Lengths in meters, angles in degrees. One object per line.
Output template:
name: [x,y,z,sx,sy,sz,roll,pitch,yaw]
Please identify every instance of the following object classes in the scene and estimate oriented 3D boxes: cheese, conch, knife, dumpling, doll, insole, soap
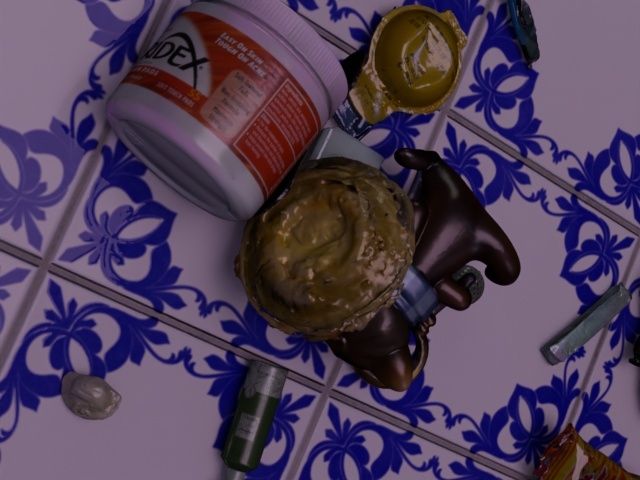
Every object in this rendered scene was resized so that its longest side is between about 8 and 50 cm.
cheese: [0.126,-0.265,1.799,0.270,0.069,0.177,-41,111,-17]
conch: [0.245,0.077,1.903,0.085,0.056,0.076,-6,110,-28]
knife: [0.315,-0.422,1.896,0.044,0.026,0.297,-40,120,-25]
dumpling: [-0.325,0.219,1.600,0.076,0.052,0.057,33,67,-29]
doll: [0.130,0.053,1.752,0.340,0.209,0.318,-48,114,-14]
insole: [-0.017,-0.162,1.668,0.009,0.119,0.348,44,52,-22]
soap: [0.003,-0.067,1.750,0.119,0.066,0.198,31,79,-29]

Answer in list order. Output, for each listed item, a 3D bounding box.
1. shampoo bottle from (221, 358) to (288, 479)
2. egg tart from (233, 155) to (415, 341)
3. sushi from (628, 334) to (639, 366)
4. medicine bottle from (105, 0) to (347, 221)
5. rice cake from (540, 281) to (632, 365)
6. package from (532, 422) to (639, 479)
shampoo bottle: [-0.109,0.284,1.722,0.065,0.065,0.205,20,84,-28]
egg tart: [0.000,0.000,1.601,0.279,0.278,0.095,-61,150,-11]
sushi: [0.701,0.198,2.079,0.234,0.207,0.349,-6,100,-35]
medicine bottle: [-0.129,-0.187,1.562,0.252,0.252,0.241,45,73,-24]
rice cake: [0.480,0.150,2.047,0.211,0.034,0.043,-36,101,-21]
package: [0.467,0.472,2.030,0.288,0.108,0.223,33,84,-19]
